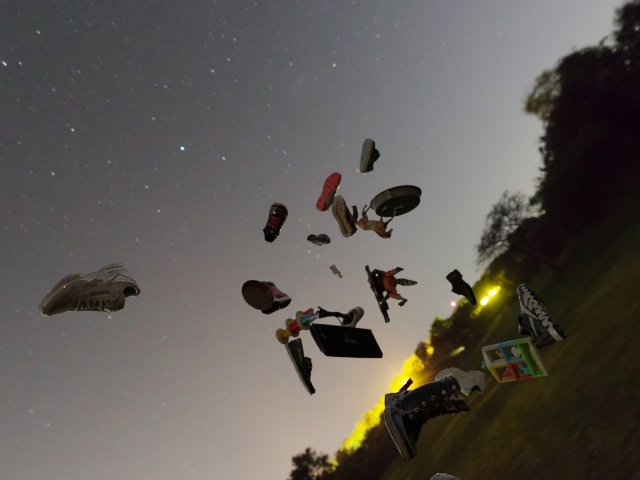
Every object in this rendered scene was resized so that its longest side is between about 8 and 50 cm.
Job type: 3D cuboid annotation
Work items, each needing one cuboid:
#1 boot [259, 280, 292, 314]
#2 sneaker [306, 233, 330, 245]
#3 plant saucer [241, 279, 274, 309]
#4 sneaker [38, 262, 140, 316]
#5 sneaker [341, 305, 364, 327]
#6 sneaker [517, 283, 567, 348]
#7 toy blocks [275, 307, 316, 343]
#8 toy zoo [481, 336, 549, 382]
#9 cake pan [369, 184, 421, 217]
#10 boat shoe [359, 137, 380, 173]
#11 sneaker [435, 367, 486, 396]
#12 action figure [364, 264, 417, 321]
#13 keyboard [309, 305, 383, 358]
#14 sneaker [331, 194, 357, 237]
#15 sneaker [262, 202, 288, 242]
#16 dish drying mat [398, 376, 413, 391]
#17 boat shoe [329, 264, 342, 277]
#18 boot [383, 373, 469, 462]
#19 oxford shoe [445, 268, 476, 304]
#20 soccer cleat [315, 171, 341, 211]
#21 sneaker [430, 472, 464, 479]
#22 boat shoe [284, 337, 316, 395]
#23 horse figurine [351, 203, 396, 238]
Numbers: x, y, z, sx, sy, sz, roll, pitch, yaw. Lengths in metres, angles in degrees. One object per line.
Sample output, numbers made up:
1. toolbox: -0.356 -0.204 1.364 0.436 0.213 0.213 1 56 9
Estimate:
1. boot: -0.276 0.279 2.264 0.088 0.176 0.244 -57 -22 18
2. sneaker: 0.000 0.000 2.241 0.058 0.135 0.052 50 -122 -45
3. plant saucer: -0.299 0.261 2.099 0.168 0.168 0.029 -14 -28 -51
4. sneaker: -0.700 0.168 1.387 0.305 0.152 0.114 -29 -22 -54
5. sneaker: 0.154 0.484 2.581 0.091 0.094 0.258 4 -61 -43
6. sneaker: 0.626 0.227 1.336 0.078 0.234 0.106 34 -64 -24
7. toy blocks: -0.057 0.247 1.375 0.148 0.054 0.123 -38 2 30
8. toy zoo: 0.915 0.584 2.161 0.293 0.192 0.030 -29 -2 42
9. cake pan: 0.420 -0.208 2.465 0.293 0.054 0.293 -10 -23 -4
10. boat shoe: 0.228 -0.378 2.007 0.076 0.080 0.228 -7 -28 -7
11. sneaker: 0.648 0.656 2.056 0.115 0.232 0.090 -80 -12 -49
12. action figure: 0.388 0.278 2.460 0.178 0.341 0.330 -21 6 -17
13. keyboard: 0.080 0.324 1.559 0.317 0.201 0.033 17 -53 -43
14. sneaker: 0.120 -0.120 2.207 0.084 0.215 0.083 -15 2 41
15. sneaker: -0.148 -0.051 1.443 0.170 0.063 0.075 115 173 -52
16. dish drying mat: 0.374 0.639 1.956 0.083 0.008 0.032 -42 -71 -20
17. boat shoe: 0.082 0.174 2.446 0.035 0.100 0.035 -25 -36 -18
18. boot: 0.375 0.602 1.569 0.284 0.138 0.377 -22 0 7
19. oxford shoe: 0.774 0.269 2.464 0.096 0.227 0.083 -37 -2 25
20. soccer cleat: 0.054 -0.263 2.431 0.095 0.083 0.248 -8 -48 -51
21. sneaker: 0.386 0.875 1.496 0.281 0.105 0.115 -26 -8 -46
22. boat shoe: -0.066 0.494 1.764 0.079 0.233 0.084 -22 -32 -11
23. horse figurine: 0.271 -0.103 2.317 0.174 0.263 0.066 -67 -26 -17
